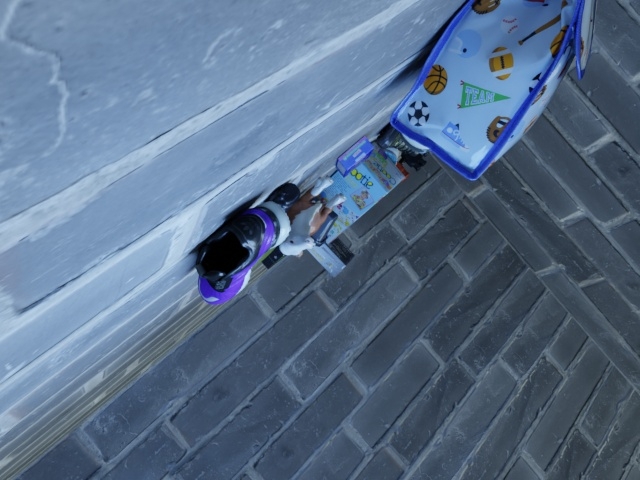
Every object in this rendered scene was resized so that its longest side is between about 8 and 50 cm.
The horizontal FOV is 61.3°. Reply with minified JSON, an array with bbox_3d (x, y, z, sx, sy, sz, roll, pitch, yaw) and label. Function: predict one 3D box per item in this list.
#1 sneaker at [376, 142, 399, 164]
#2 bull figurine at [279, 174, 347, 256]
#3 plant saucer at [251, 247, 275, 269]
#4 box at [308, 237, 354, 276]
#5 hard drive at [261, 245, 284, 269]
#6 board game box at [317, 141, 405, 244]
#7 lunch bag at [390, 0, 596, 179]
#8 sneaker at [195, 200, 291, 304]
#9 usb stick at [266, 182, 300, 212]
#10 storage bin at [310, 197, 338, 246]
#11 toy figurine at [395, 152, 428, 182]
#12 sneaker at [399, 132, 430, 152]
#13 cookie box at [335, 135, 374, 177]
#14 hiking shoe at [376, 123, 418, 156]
[{"bbox_3d":[0.167,-0.241,1.685,0.228,0.087,0.092,-27,-147,51],"label":"sneaker"},{"bbox_3d":[-0.033,-0.060,1.268,0.188,0.101,0.310,-42,-168,0],"label":"bull figurine"},{"bbox_3d":[-0.241,0.079,1.714,0.241,0.037,0.241,-40,179,-1],"label":"plant saucer"},{"bbox_3d":[0.000,0.000,1.715,0.056,0.231,0.183,-44,178,16],"label":"box"},{"bbox_3d":[-0.068,-0.040,2.085,0.339,0.064,0.237,-42,178,27],"label":"hard drive"},{"bbox_3d":[0.090,-0.138,1.598,0.275,0.144,0.142,-41,180,39],"label":"board game box"},{"bbox_3d":[0.356,-0.340,0.980,0.328,0.239,0.385,-38,161,-54],"label":"lunch bag"},{"bbox_3d":[-0.187,0.041,1.016,0.146,0.102,0.293,-32,168,-50],"label":"sneaker"},{"bbox_3d":[-0.134,-0.028,1.150,0.278,0.045,0.077,-42,-174,42],"label":"usb stick"},{"bbox_3d":[-0.024,-0.062,1.485,0.091,0.135,0.098,-54,173,25],"label":"storage bin"},{"bbox_3d":[0.302,-0.322,1.816,0.213,0.148,0.209,-36,170,-46],"label":"toy figurine"},{"bbox_3d":[0.353,-0.391,1.300,0.410,0.158,0.182,-46,161,5],"label":"sneaker"},{"bbox_3d":[0.086,-0.210,1.370,0.092,0.040,0.107,-40,179,-4],"label":"cookie box"},{"bbox_3d":[0.244,-0.292,1.539,0.086,0.114,0.227,-42,178,39],"label":"hiking shoe"}]
